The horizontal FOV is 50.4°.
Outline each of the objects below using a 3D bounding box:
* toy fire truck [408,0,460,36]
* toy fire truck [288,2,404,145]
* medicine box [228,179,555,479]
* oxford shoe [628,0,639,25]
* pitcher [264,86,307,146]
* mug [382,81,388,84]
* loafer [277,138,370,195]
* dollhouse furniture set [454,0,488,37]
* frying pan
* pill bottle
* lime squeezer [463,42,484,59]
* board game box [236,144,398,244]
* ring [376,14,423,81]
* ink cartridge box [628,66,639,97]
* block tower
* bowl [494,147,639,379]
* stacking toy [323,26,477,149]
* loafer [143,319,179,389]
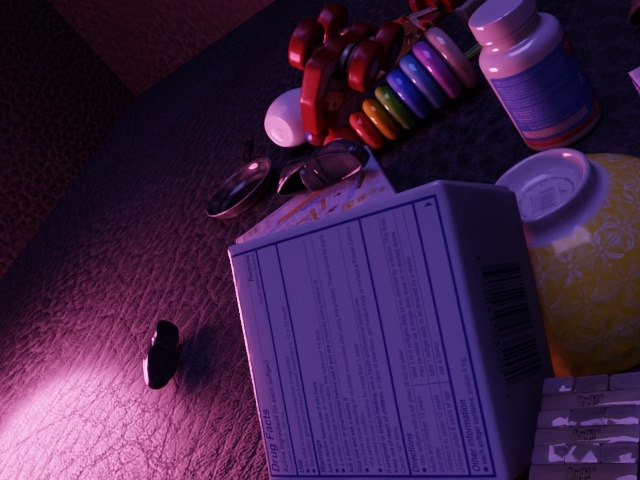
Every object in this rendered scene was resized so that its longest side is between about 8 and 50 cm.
[{"bbox_3d":[0.267,-0.565,1.679,0.135,0.047,0.192,-39,35,-10],"label":"toy fire truck"},{"bbox_3d":[0.042,-0.332,1.419,0.169,0.253,0.302,23,40,14],"label":"toy fire truck"},{"bbox_3d":[0.068,0.102,0.710,0.289,0.263,0.149,-16,-9,39],"label":"medicine box"},{"bbox_3d":[0.557,-0.358,0.983,0.098,0.097,0.271,-59,14,4],"label":"oxford shoe"},{"bbox_3d":[-0.020,-0.312,1.630,0.178,0.125,0.207,11,43,38],"label":"pitcher"},{"bbox_3d":[0.157,-0.312,1.471,0.064,0.078,0.062,-85,17,-65],"label":"mug"},{"bbox_3d":[0.001,-0.122,1.217,0.223,0.076,0.078,-12,42,51],"label":"loafer"},{"bbox_3d":[0.346,-0.561,1.502,0.184,0.129,0.129,-44,27,-7],"label":"dollhouse furniture set"},{"bbox_3d":[-0.205,-0.144,1.674,0.197,0.053,0.326,-40,25,2],"label":"frying pan"},{"bbox_3d":[0.309,-0.249,0.988,0.124,0.221,0.124,-30,30,19],"label":"pill bottle"},{"bbox_3d":[0.346,-0.444,1.374,0.310,0.110,0.059,-61,35,30],"label":"lime squeezer"},{"bbox_3d":[0.000,0.000,1.183,0.319,0.066,0.318,-35,27,10],"label":"board game box"},{"bbox_3d":[0.124,-0.486,1.782,0.337,0.032,0.336,-30,30,19],"label":"ring"},{"bbox_3d":[0.431,-0.130,0.795,0.046,0.097,0.207,-29,30,22],"label":"ink cartridge box"},{"bbox_3d":[0.210,0.253,0.515,0.091,0.097,0.335,-15,35,39],"label":"block tower"},{"bbox_3d":[0.272,-0.007,0.753,0.289,0.156,0.289,-31,29,20],"label":"bowl"},{"bbox_3d":[0.138,-0.260,1.332,0.330,0.141,0.141,-38,27,13],"label":"stacking toy"},{"bbox_3d":[-0.299,0.222,1.260,0.061,0.062,0.170,-55,18,22],"label":"loafer"}]
